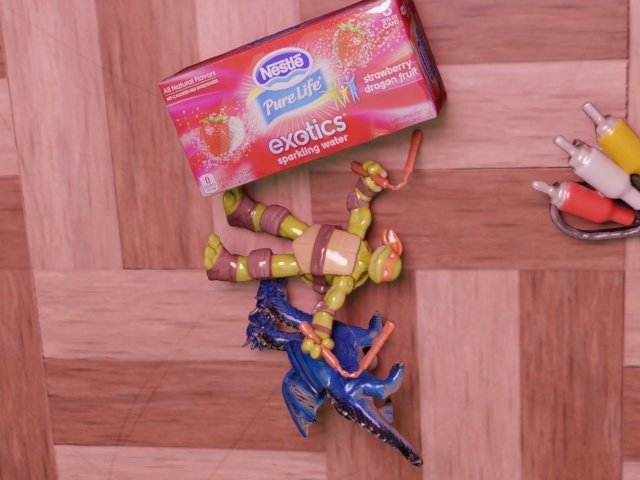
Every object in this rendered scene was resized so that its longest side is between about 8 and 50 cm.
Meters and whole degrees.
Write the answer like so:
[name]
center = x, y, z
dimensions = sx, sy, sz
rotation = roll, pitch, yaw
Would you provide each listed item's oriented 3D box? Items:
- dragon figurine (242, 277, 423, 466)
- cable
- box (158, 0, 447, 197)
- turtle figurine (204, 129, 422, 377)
[dragon figurine]
center = 0.007, 0.147, 1.277
dimensions = 0.144, 0.289, 0.085
rotation = -5, 134, -16
[cable]
center = 0.347, -0.018, 1.230
dimensions = 0.287, 0.072, 0.139
rotation = 31, 115, 0
[box]
center = -0.015, -0.151, 1.229
dimensions = 0.257, 0.122, 0.128
rotation = -18, 102, 15
[turtle figurine]
center = 0.000, 0.000, 1.284
dimensions = 0.217, 0.087, 0.269
rotation = 12, 79, 15
